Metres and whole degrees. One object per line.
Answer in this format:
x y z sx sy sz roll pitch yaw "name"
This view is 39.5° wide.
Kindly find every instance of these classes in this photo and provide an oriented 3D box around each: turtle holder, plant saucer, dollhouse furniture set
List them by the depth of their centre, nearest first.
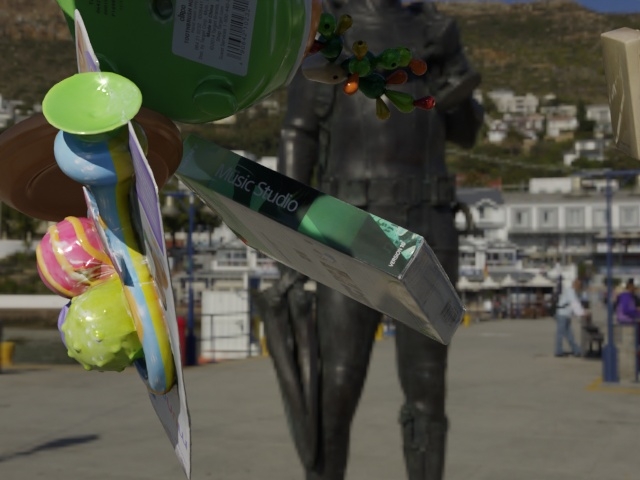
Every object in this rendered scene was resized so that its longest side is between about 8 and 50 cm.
0.347 -0.121 0.789 0.123 0.144 0.151 -17 22 -4 "dollhouse furniture set"
-0.236 -0.070 0.904 0.200 0.037 0.200 -14 -22 -6 "plant saucer"
-0.148 -0.248 0.949 0.320 0.243 0.227 -10 15 29 "turtle holder"

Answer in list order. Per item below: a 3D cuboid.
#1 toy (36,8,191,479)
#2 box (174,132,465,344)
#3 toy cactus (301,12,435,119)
-0.115 0.019 0.466 0.056 0.137 0.237 -14 -40 -21 "toy"
0.000 0.000 1.040 0.322 0.058 0.232 24 -13 27 "box"
0.044 -0.237 1.257 0.219 0.112 0.180 22 -9 -41 "toy cactus"
